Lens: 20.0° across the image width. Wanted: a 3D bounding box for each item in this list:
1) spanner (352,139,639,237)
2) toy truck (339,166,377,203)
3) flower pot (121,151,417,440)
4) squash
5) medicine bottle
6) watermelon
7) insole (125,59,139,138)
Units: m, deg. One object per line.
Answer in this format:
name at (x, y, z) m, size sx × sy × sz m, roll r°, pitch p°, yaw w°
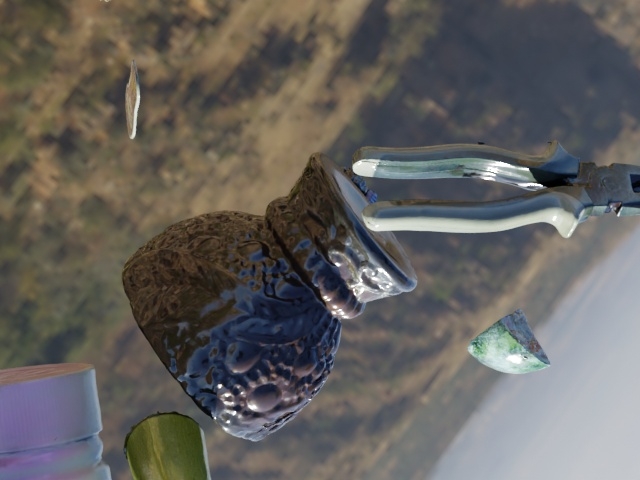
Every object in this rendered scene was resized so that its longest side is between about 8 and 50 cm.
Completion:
spanner at (0.190, -0.049, 1.673) m, size 0.040 × 0.325 × 0.095 m, roll 110°, pitch -24°, yaw -54°
toy truck at (0.000, 0.000, 2.649) m, size 0.208 × 0.126 × 0.113 m, roll -41°, pitch -168°, yaw 38°
flower pot at (-0.049, 0.051, 2.072) m, size 0.267 × 0.266 × 0.266 m, roll -38°, pitch 171°, yaw 10°
squash at (-0.145, 0.288, 1.972) m, size 0.094 × 0.224 × 0.094 m, roll -10°, pitch 126°, yaw -15°
medicine bottle at (-0.346, 0.316, 2.113) m, size 0.212 × 0.212 × 0.325 m, roll -16°, pitch 99°, yaw -72°
watermelon at (0.180, 0.094, 1.768) m, size 0.085 × 0.085 × 0.061 m, roll 98°, pitch 18°, yaw -67°
insole at (-0.229, -0.169, 2.208) m, size 0.004 × 0.065 × 0.197 m, roll -6°, pitch 168°, yaw -11°
